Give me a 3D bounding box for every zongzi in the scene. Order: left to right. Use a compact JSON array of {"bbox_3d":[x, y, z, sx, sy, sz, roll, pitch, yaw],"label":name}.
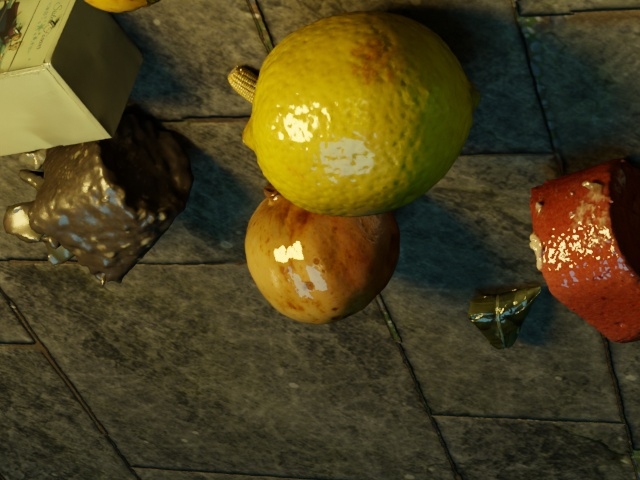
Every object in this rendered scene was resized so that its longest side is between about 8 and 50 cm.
[{"bbox_3d":[0.290,0.115,2.360,0.119,0.055,0.109,-17,137,22],"label":"zongzi"}]

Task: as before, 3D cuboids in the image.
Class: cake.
[{"bbox_3d":[0.391,0.023,2.080,0.151,0.177,0.283,-17,135,38],"label":"cake"}]

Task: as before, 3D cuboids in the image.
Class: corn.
[{"bbox_3d":[-0.081,-0.195,2.084,0.092,0.037,0.037,36,141,-23],"label":"corn"}]

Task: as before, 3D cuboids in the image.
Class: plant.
[{"bbox_3d":[-0.318,-0.052,2.241,0.199,0.188,0.276,36,140,-25],"label":"plant"}]

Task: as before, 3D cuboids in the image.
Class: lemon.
[{"bbox_3d":[0.045,-0.152,1.910,0.267,0.267,0.267,10,145,7],"label":"lemon"}]

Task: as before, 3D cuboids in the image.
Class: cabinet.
[{"bbox_3d":[-0.370,-0.219,2.067,0.206,0.145,0.150,-7,140,29],"label":"cabinet"}]

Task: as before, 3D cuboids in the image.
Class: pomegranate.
[{"bbox_3d":[0.000,0.000,2.183,0.215,0.215,0.215,10,145,7],"label":"pomegranate"}]

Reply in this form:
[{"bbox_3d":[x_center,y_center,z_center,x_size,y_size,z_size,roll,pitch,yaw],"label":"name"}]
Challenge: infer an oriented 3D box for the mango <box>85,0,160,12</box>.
[{"bbox_3d":[-0.224,-0.373,1.813,0.167,0.130,0.262,24,139,-4],"label":"mango"}]
